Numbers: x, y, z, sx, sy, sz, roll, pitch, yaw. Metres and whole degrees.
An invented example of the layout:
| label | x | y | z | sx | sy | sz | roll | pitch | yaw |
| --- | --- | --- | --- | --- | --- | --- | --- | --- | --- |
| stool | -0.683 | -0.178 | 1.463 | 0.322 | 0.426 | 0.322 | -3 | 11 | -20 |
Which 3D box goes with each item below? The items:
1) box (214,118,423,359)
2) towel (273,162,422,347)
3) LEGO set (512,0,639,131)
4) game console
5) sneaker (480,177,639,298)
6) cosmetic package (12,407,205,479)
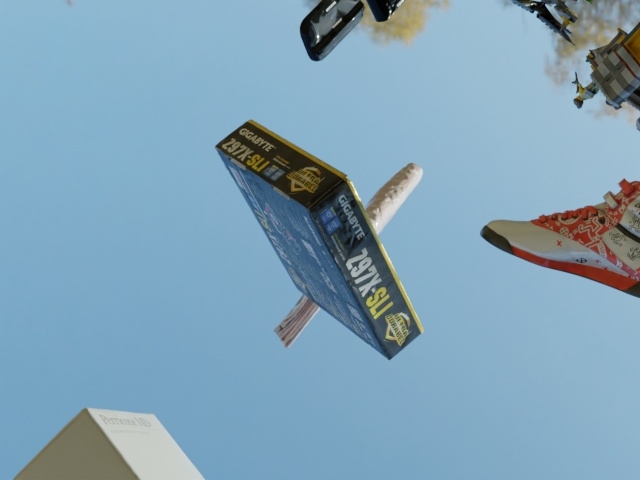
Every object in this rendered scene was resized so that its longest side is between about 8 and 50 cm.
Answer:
| label | x | y | z | sx | sy | sz | roll | pitch | yaw |
| --- | --- | --- | --- | --- | --- | --- | --- | --- | --- |
| box | 0.000 | 0.000 | 1.477 | 0.079 | 0.322 | 0.257 | -39 | -141 | -13 |
| towel | 0.054 | 0.019 | 1.920 | 0.053 | 0.317 | 0.332 | 38 | -149 | 2 |
| LEGO set | 0.263 | -0.242 | 0.961 | 0.192 | 0.331 | 0.255 | -49 | -135 | 26 |
| game console | 0.065 | -0.547 | 2.253 | 0.044 | 0.213 | 0.361 | 6 | -133 | 45 |
| sneaker | 0.362 | -0.024 | 1.369 | 0.270 | 0.145 | 0.090 | 19 | -169 | 15 |
| cosmetic package | -0.214 | 0.465 | 1.475 | 0.161 | 0.230 | 0.453 | -45 | -110 | 4 |
